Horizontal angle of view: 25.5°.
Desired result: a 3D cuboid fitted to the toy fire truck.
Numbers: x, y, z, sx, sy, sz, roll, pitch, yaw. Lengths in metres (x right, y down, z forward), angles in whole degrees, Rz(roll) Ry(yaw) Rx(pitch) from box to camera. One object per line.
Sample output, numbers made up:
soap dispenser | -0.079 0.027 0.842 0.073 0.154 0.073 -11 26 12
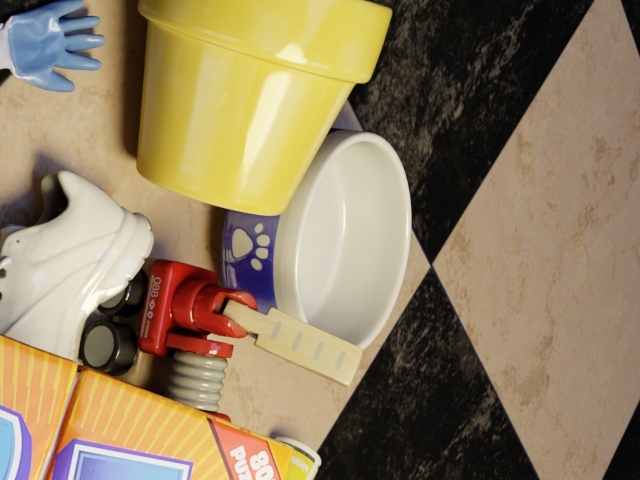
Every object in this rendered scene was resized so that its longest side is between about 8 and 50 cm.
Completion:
toy fire truck | -0.106 0.138 1.439 0.158 0.246 0.217 19 80 -51

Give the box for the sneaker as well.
sneaker | -0.282 0.062 1.345 0.129 0.111 0.297 45 55 -27

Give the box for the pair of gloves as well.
pair of gloves | -0.271 -0.242 1.363 0.159 0.023 0.198 -9 102 -51

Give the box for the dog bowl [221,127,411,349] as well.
dog bowl | 0.000 0.000 1.645 0.265 0.104 0.264 -24 118 -55

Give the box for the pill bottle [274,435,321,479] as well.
pill bottle | -0.051 0.296 1.677 0.065 0.065 0.116 54 53 -40

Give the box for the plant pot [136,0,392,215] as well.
plant pot | -0.078 -0.162 1.457 0.254 0.254 0.239 4 106 -52

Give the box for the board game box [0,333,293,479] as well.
board game box | -0.300 0.254 1.038 0.356 0.356 0.356 25 74 -27
